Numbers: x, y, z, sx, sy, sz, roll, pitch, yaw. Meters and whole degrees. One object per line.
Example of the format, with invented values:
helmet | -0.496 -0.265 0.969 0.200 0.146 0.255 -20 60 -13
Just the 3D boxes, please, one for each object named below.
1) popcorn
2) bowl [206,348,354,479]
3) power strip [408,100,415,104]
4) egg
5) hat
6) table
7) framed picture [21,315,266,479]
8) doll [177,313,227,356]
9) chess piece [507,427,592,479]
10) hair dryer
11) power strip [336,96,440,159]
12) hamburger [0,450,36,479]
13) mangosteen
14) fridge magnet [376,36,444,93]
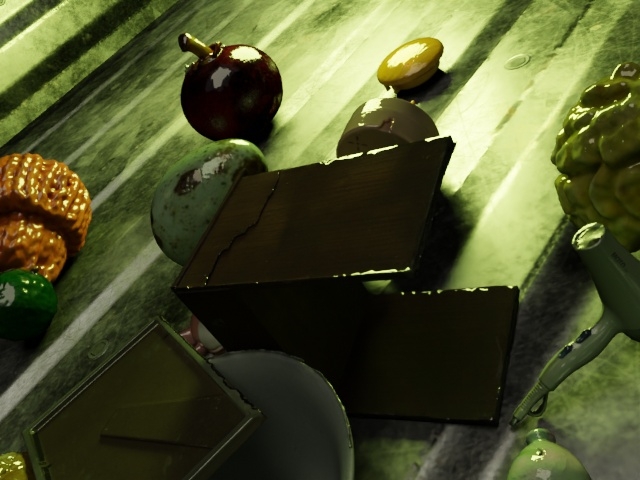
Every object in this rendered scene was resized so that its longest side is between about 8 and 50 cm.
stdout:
popcorn | 0.377 -0.086 0.643 0.257 0.224 0.270 -21 24 -12
bowl | -0.094 0.286 0.603 0.345 0.157 0.345 -22 33 15
power strip | 0.128 -0.191 1.129 0.049 0.028 0.178 4 49 41
egg | -0.164 -0.057 0.974 0.231 0.169 0.169 -49 26 29
hat | -0.611 0.038 1.318 0.285 0.285 0.400 -22 63 15
table | 0.041 0.052 0.709 0.282 0.251 0.196 -7 42 34
framed picture | -0.200 0.196 0.661 0.213 0.016 0.289 -43 31 -17
doll | -0.119 0.089 0.922 0.211 0.093 0.262 -35 23 6
chess piece | 0.184 0.252 0.483 0.139 0.139 0.272 -19 25 19
hair dryer | 0.237 0.075 0.597 0.199 0.167 0.067 -32 29 1
power strip | 0.105 -0.140 0.982 0.154 0.154 0.078 -4 46 35
hamburger | -0.319 0.346 0.672 0.132 0.211 0.309 -37 36 2
mangosteen | -0.213 -0.348 1.385 0.235 0.261 0.235 -23 36 18
fridge magnet | 0.178 -0.348 1.251 0.143 0.063 0.143 -23 35 17
